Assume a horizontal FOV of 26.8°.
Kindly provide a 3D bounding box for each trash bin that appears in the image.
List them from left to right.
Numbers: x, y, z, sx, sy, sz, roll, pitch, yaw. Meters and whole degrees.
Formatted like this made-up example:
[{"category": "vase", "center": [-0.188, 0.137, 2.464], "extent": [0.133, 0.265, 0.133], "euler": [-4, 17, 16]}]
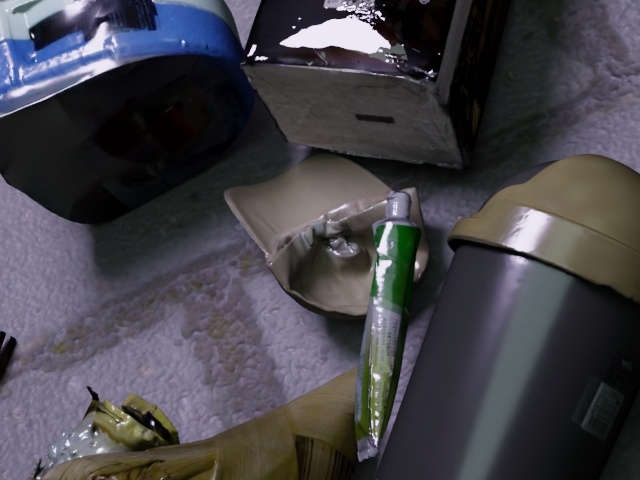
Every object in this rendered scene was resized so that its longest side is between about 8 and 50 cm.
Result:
[{"category": "trash bin", "center": [0.190, 0.084, 1.159], "extent": [0.214, 0.214, 0.333], "euler": [20, 85, 22]}]

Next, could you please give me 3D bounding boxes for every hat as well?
[{"category": "hat", "center": [0.000, 0.000, 1.325], "extent": [0.166, 0.173, 0.144], "euler": [-24, 107, -19]}]

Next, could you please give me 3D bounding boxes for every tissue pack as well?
[{"category": "tissue pack", "center": [0.078, -0.269, 1.312], "extent": [0.210, 0.198, 0.370], "euler": [11, 68, 17]}]

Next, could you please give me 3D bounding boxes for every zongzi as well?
[{"category": "zongzi", "center": [-0.085, 0.184, 1.175], "extent": [0.145, 0.274, 0.300], "euler": [5, 65, 48]}]

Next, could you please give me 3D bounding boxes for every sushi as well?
[{"category": "sushi", "center": [-0.220, 0.283, 1.239], "extent": [0.139, 0.131, 0.291], "euler": [21, 76, 34]}]

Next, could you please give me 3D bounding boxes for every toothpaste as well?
[{"category": "toothpaste", "center": [0.058, 0.075, 1.216], "extent": [0.047, 0.078, 0.248], "euler": [10, 74, -8]}]

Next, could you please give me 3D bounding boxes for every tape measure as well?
[{"category": "tape measure", "center": [-0.202, -0.158, 1.328], "extent": [0.262, 0.259, 0.138], "euler": [-27, 66, 5]}]

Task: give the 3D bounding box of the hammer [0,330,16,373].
[{"category": "hammer", "center": [-0.410, 0.045, 1.434], "extent": [0.137, 0.037, 0.289], "euler": [-21, 66, 8]}]
